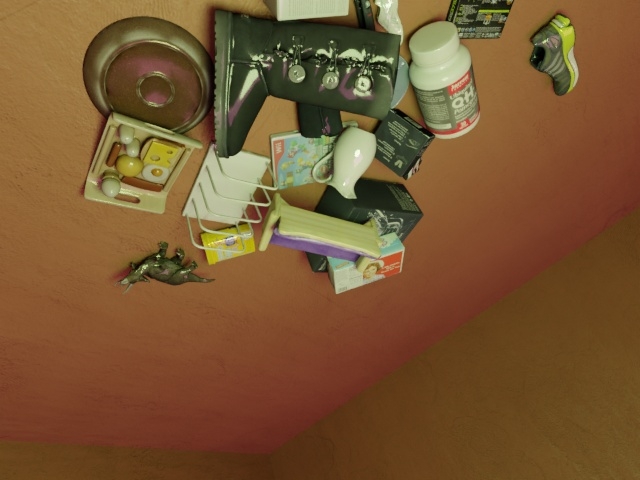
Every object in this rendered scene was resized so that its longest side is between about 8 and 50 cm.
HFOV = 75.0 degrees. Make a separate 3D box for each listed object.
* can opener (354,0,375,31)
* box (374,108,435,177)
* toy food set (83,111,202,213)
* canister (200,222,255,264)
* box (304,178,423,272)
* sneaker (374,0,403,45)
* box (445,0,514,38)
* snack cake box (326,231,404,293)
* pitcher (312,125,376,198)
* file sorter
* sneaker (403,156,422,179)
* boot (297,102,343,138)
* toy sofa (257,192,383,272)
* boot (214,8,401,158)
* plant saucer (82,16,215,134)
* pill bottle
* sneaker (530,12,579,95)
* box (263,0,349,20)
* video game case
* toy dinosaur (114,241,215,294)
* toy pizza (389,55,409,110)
[{"bbox_3d":[0.116,-0.592,1.074,0.073,0.059,0.186,-26,140,-2],"label":"can opener"},{"bbox_3d":[0.256,-0.316,1.353,0.158,0.156,0.093,-56,167,30],"label":"box"},{"bbox_3d":[-0.478,-0.190,1.117,0.220,0.092,0.306,12,141,-36],"label":"toy food set"},{"bbox_3d":[-0.322,0.011,1.467,0.170,0.073,0.126,-15,139,-16],"label":"canister"},{"bbox_3d":[0.143,-0.047,1.558,0.313,0.178,0.343,3,136,-30],"label":"box"},{"bbox_3d":[0.183,-0.593,1.122,0.061,0.053,0.152,-21,134,7],"label":"sneaker"},{"bbox_3d":[0.460,-0.674,1.186,0.191,0.045,0.184,-10,135,-17],"label":"box"},{"bbox_3d":[0.160,0.081,1.501,0.265,0.089,0.152,-17,141,-9],"label":"snack cake box"},{"bbox_3d":[0.073,-0.258,1.322,0.125,0.178,0.206,-15,128,-64],"label":"pitcher"},{"bbox_3d":[-0.275,-0.121,1.276,0.193,0.173,0.277,9,128,-36],"label":"file sorter"},{"bbox_3d":[0.330,-0.305,1.500,0.077,0.072,0.178,-28,149,-17],"label":"sneaker"},{"bbox_3d":[0.041,-0.411,1.196,0.247,0.094,0.207,-18,136,-1],"label":"boot"},{"bbox_3d":[0.000,0.000,1.295,0.363,0.177,0.150,13,131,-18],"label":"toy sofa"},{"bbox_3d":[-0.042,-0.366,1.074,0.446,0.146,0.366,1,128,-12],"label":"boot"},{"bbox_3d":[-0.408,-0.379,1.029,0.311,0.050,0.310,-15,137,-14],"label":"plant saucer"},{"bbox_3d":[0.367,-0.472,1.245,0.176,0.176,0.318,-33,140,7],"label":"pill bottle"},{"bbox_3d":[0.776,-0.601,1.402,0.121,0.111,0.300,-28,135,17],"label":"sneaker"},{"bbox_3d":[-0.035,-0.577,0.954,0.171,0.130,0.090,-13,139,-15],"label":"box"},{"bbox_3d":[-0.020,-0.276,1.363,0.286,0.025,0.203,-14,138,-15],"label":"video game case"},{"bbox_3d":[-0.525,0.101,1.446,0.314,0.120,0.160,9,140,-41],"label":"toy dinosaur"},{"bbox_3d":[0.175,-0.469,1.258,0.202,0.032,0.201,-16,140,-14],"label":"toy pizza"}]
